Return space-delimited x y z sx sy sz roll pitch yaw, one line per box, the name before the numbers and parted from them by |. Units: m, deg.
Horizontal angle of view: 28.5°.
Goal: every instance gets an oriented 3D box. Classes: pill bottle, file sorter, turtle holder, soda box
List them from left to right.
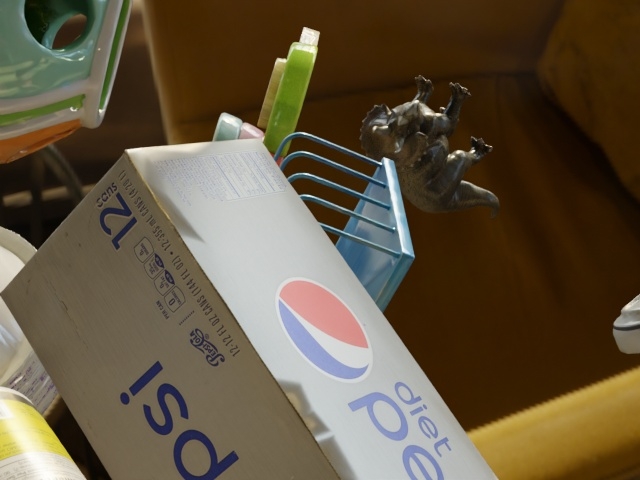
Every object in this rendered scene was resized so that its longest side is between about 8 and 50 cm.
turtle holder | -0.248 -0.203 0.916 0.227 0.243 0.320 14 64 -6
pill bottle | -0.230 0.213 0.958 0.119 0.119 0.208 -27 42 -21
file sorter | 0.000 0.000 1.070 0.104 0.118 0.170 22 27 -14
soda box | 0.000 0.101 0.488 0.286 0.098 0.091 55 31 14

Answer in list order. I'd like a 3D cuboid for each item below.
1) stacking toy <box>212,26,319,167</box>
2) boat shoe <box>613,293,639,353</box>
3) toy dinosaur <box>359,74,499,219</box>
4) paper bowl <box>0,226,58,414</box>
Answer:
stacking toy | -0.102 -0.124 1.497 0.130 0.279 0.309 16 18 -4
boat shoe | 0.370 0.007 1.146 0.267 0.096 0.088 -29 98 -5
toy dinosaur | 0.142 -0.113 1.683 0.121 0.313 0.160 27 70 37
paper bowl | -0.415 0.092 1.325 0.284 0.148 0.284 -5 46 5
